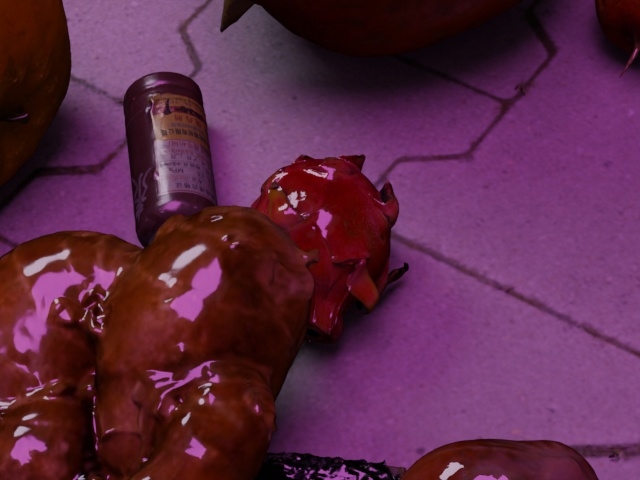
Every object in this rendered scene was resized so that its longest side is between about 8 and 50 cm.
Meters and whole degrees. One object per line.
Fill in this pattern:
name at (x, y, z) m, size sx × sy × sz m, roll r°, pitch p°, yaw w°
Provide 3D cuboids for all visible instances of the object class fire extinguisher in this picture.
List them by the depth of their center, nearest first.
fire extinguisher at (-0.135, -0.025, 1.508) m, size 0.075 × 0.106 × 0.252 m, roll 14°, pitch 46°, yaw -29°

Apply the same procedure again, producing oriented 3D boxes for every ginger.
ginger at (-0.171, 0.118, 1.317) m, size 0.357 × 0.152 × 0.274 m, roll -9°, pitch 61°, yaw 20°

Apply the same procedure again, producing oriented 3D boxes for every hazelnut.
hazelnut at (0.128, 0.213, 1.200) m, size 0.182 × 0.182 × 0.182 m, roll -5°, pitch 51°, yaw 6°

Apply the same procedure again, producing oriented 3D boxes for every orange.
orange at (-0.357, -0.159, 1.508) m, size 0.235 × 0.279 × 0.279 m, roll 31°, pitch 62°, yaw 17°

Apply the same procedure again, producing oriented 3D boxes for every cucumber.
cucumber at (-0.023, 0.186, 1.319) m, size 0.181 × 0.053 × 0.053 m, roll 4°, pitch 53°, yaw 14°

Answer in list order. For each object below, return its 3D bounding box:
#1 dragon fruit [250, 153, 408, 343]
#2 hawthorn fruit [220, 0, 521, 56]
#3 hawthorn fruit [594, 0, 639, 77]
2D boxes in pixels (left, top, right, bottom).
dragon fruit at (0.000, 0.000, 1.412) m, size 0.136 × 0.133 × 0.166 m, roll -4°, pitch 61°, yaw 18°
hawthorn fruit at (0.037, -0.339, 1.543) m, size 0.403 × 0.403 × 0.403 m, roll -5°, pitch 51°, yaw 6°
hawthorn fruit at (0.308, -0.220, 1.548) m, size 0.125 × 0.125 × 0.140 m, roll -10°, pitch 84°, yaw 2°
